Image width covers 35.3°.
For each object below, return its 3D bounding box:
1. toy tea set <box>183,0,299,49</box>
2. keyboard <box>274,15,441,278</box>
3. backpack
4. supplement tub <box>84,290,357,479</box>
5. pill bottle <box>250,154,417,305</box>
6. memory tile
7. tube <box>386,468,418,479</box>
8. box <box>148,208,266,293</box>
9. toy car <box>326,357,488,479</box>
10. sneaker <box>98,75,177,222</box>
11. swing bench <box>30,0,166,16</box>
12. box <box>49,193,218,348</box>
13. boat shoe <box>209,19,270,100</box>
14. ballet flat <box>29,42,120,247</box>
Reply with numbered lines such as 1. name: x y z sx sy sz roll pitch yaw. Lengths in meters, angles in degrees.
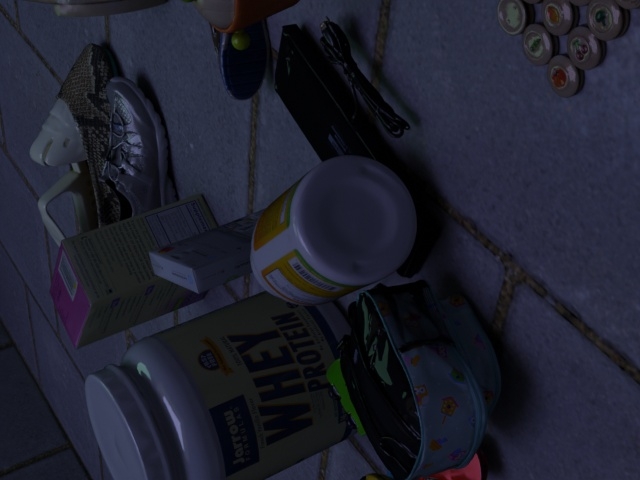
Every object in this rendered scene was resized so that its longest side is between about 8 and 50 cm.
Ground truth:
1. toy tea set: -0.110 -0.356 0.967 0.336 0.124 0.200 62 153 12
2. keyboard: 0.041 -0.125 1.138 0.317 0.033 0.201 57 156 22
3. backpack: 0.108 0.155 1.072 0.166 0.144 0.188 106 156 -47
4. supplement tub: -0.123 0.211 1.342 0.235 0.325 0.235 40 141 43
5. pill bottle: 0.000 0.000 1.131 0.136 0.136 0.245 68 158 4
6. memory tile: 0.201 -0.196 0.817 0.113 0.012 0.148 59 151 19
7. tube: 0.111 0.286 1.279 0.080 0.052 0.207 13 114 43
8. box: -0.115 0.010 1.342 0.145 0.186 0.038 15 121 57
9. toy car: 0.086 0.237 1.225 0.239 0.053 0.225 -47 65 38
10. sneaker: -0.320 -0.134 1.694 0.105 0.115 0.281 15 121 58
11. swing bench: -0.368 -0.479 1.495 0.254 0.165 0.253 31 133 50
12. box: -0.300 0.052 1.645 0.117 0.243 0.213 62 153 14
13. boat shoe: -0.107 -0.272 1.280 0.066 0.066 0.183 30 123 58
14. ballet flat: -0.433 -0.109 1.844 0.164 0.182 0.483 36 137 48
